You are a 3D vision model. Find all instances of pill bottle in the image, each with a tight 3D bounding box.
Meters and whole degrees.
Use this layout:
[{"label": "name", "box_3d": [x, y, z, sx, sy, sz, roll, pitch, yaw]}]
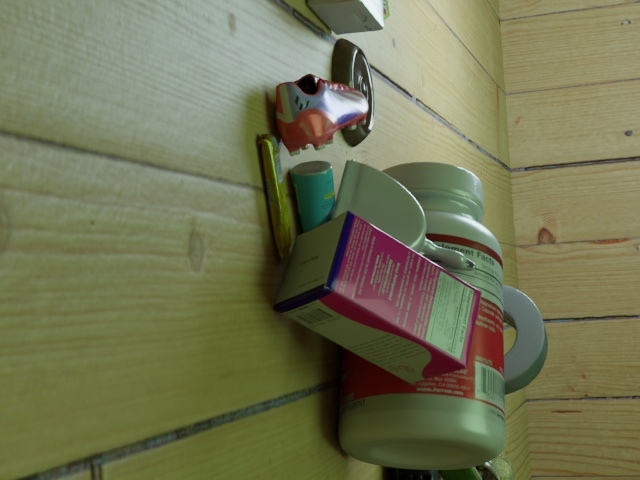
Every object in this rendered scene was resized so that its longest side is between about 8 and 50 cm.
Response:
[{"label": "pill bottle", "box_3d": [0.146, 0.105, 1.534, 0.229, 0.229, 0.407, 54, 36, -59]}]

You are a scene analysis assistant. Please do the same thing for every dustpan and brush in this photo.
[{"label": "dustpan and brush", "box_3d": [0.113, -0.006, 1.412, 0.060, 0.211, 0.147, 117, -11, -61]}]

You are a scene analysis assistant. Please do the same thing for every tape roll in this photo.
[{"label": "tape roll", "box_3d": [0.342, 0.200, 2.156, 0.072, 0.219, 0.219, 55, 35, -58]}]

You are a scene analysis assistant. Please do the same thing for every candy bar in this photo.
[{"label": "candy bar", "box_3d": [-0.052, -0.051, 1.288, 0.040, 0.018, 0.161, -49, 132, -71]}]

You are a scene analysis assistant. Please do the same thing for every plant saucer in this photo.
[{"label": "plant saucer", "box_3d": [0.055, -0.229, 1.661, 0.168, 0.029, 0.168, -4, 90, -74]}]

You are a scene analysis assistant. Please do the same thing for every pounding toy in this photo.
[{"label": "pounding toy", "box_3d": [0.235, 0.452, 1.998, 0.183, 0.110, 0.237, 62, -3, -29]}]

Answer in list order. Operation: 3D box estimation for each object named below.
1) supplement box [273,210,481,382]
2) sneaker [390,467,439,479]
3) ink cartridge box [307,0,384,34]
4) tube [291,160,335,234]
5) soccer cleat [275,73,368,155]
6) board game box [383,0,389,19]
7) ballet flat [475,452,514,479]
[{"label": "supplement box", "box_3d": [0.073, 0.074, 1.303, 0.220, 0.111, 0.114, 32, 57, -24]}, {"label": "sneaker", "box_3d": [0.156, 0.407, 1.711, 0.106, 0.101, 0.267, 56, 34, -62]}, {"label": "ink cartridge box", "box_3d": [0.036, -0.411, 1.552, 0.140, 0.082, 0.190, 25, 63, -70]}, {"label": "tube", "box_3d": [0.000, 0.000, 1.407, 0.080, 0.052, 0.207, -44, 133, -53]}, {"label": "soccer cleat", "box_3d": [0.003, -0.182, 1.404, 0.248, 0.083, 0.095, -47, 126, -64]}, {"label": "board game box", "box_3d": [0.070, -0.442, 1.734, 0.092, 0.043, 0.181, -55, 138, -65]}, {"label": "ballet flat", "box_3d": [0.366, 0.634, 2.338, 0.123, 0.123, 0.348, 23, 65, -71]}]
